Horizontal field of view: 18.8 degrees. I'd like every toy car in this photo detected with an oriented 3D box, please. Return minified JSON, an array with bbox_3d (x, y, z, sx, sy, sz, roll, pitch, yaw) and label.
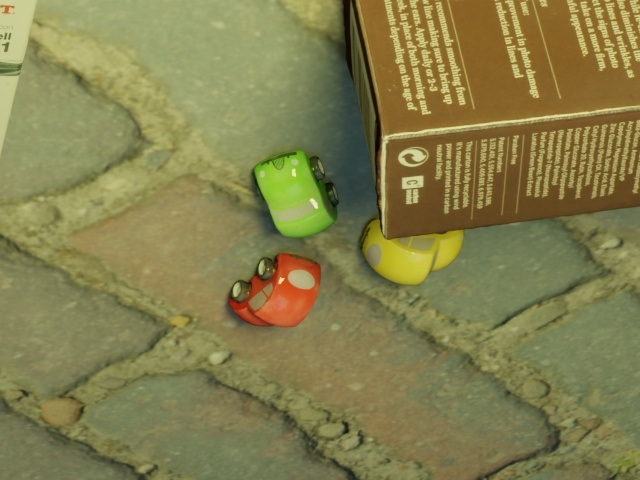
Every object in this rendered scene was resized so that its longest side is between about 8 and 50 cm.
[{"bbox_3d":[0.000,0.000,1.761,0.239,0.053,0.225,-19,144,11],"label":"toy car"}]

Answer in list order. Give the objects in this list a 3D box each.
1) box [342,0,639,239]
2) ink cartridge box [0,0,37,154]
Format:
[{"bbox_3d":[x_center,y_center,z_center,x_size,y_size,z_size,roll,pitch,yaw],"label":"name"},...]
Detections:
[{"bbox_3d":[0.218,-0.135,1.519,0.381,0.191,0.143,-8,145,-2],"label":"box"},{"bbox_3d":[-0.302,-0.152,1.445,0.153,0.087,0.208,2,142,-18],"label":"ink cartridge box"}]
